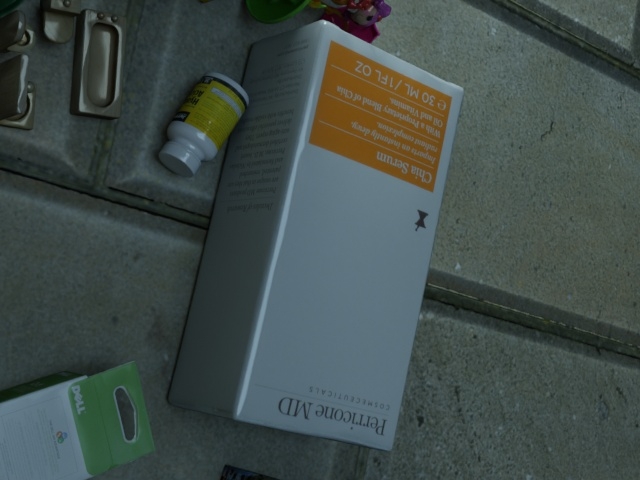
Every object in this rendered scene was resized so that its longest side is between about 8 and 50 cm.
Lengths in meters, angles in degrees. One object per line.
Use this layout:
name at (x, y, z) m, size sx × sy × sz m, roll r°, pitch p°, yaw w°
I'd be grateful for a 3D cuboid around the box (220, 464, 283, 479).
box at (0.014, 0.326, 1.248) m, size 0.233 × 0.159 × 0.044 m, roll 25°, pitch 75°, yaw -32°

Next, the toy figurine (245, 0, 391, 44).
toy figurine at (0.024, -0.296, 1.285) m, size 0.159 × 0.173 × 0.130 m, roll 28°, pitch 55°, yaw -45°

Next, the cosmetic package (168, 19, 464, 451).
cosmetic package at (0.000, 0.000, 1.245) m, size 0.230 × 0.161 × 0.453 m, roll 18°, pitch 79°, yaw -34°

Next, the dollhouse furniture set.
dollhouse furniture set at (-0.258, -0.185, 1.088) m, size 0.151 × 0.123 × 0.144 m, roll 6°, pitch 86°, yaw -35°

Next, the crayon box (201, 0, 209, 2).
crayon box at (-0.143, -0.430, 1.059) m, size 0.363 × 0.313 × 0.106 m, roll 44°, pitch 66°, yaw -27°

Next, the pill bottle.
pill bottle at (-0.137, -0.132, 1.209) m, size 0.065 × 0.065 × 0.116 m, roll 41°, pitch 66°, yaw -27°

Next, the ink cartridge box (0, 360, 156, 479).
ink cartridge box at (-0.288, 0.203, 1.095) m, size 0.209 × 0.062 × 0.109 m, roll -17°, pitch 99°, yaw -34°

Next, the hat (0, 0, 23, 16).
hat at (-0.302, -0.287, 1.001) m, size 0.208 × 0.183 × 0.173 m, roll -52°, pitch 131°, yaw -21°
